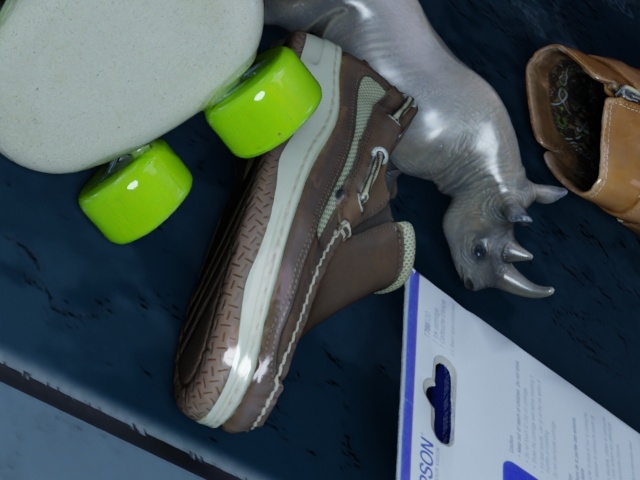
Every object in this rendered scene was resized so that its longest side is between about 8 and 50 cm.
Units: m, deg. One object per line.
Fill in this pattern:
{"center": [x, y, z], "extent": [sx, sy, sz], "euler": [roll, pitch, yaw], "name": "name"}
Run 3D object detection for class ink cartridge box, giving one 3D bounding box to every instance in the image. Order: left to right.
{"center": [0.144, 0.165, 0.883], "extent": [0.333, 0.065, 0.165], "euler": [37, 34, -21], "name": "ink cartridge box"}

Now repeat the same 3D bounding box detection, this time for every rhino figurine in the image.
{"center": [0.051, -0.064, 0.973], "extent": [0.243, 0.106, 0.073], "euler": [52, 32, 6], "name": "rhino figurine"}

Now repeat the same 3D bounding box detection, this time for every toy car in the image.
{"center": [-0.091, -0.119, 0.841], "extent": [0.155, 0.149, 0.188], "euler": [51, 17, -19], "name": "toy car"}

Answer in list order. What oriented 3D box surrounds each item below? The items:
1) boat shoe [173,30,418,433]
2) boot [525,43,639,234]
{"center": [0.003, -0.005, 0.834], "extent": [0.095, 0.095, 0.257], "euler": [24, 44, -9], "name": "boat shoe"}
{"center": [0.263, -0.017, 1.178], "extent": [0.220, 0.109, 0.283], "euler": [18, 41, -42], "name": "boot"}
